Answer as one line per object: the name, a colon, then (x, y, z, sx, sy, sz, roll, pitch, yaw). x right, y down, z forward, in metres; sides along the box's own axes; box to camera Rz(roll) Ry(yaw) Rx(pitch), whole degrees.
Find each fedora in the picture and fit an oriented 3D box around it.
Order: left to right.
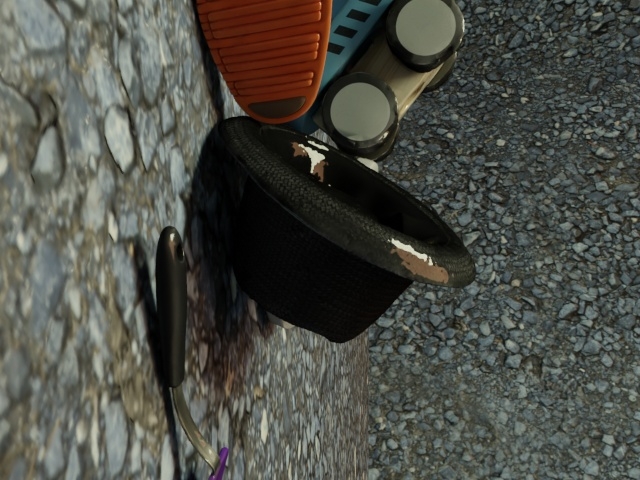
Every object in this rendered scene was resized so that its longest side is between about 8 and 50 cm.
fedora: (0.000, 0.000, 0.815, 0.152, 0.334, 0.334, -60, 180, 14)

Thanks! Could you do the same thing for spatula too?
spatula: (-0.101, 0.129, 0.596, 0.084, 0.031, 0.296, -68, 154, -68)

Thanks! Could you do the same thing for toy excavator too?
toy excavator: (0.021, -0.393, 1.136, 0.433, 0.445, 0.222, -52, 176, 5)

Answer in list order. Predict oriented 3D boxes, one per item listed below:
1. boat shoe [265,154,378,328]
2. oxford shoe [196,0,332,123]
boat shoe: (-0.020, -0.013, 1.034, 0.108, 0.102, 0.301, 89, 24, -51)
oxford shoe: (-0.059, -0.299, 0.753, 0.132, 0.130, 0.363, -91, 176, -66)
